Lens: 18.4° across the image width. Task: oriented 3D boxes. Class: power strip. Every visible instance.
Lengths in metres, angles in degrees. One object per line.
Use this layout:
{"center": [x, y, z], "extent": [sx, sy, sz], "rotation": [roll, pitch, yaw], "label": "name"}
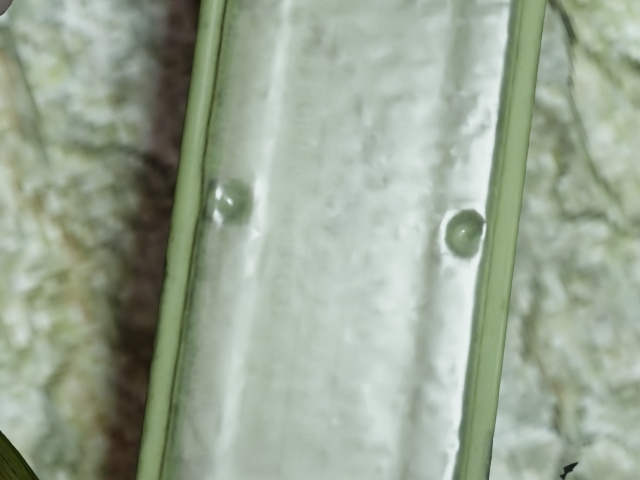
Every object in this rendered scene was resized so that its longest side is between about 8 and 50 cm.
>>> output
{"center": [0.007, -0.018, 0.523], "extent": [0.092, 0.066, 0.387], "rotation": [8, 82, -4], "label": "power strip"}

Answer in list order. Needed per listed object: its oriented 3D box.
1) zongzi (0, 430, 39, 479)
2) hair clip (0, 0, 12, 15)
{"center": [-0.158, -0.029, 0.504], "extent": [0.286, 0.138, 0.300], "rotation": [24, 69, -8], "label": "zongzi"}
{"center": [-0.077, -0.189, 0.546], "extent": [0.173, 0.069, 0.300], "rotation": [46, 66, -8], "label": "hair clip"}
